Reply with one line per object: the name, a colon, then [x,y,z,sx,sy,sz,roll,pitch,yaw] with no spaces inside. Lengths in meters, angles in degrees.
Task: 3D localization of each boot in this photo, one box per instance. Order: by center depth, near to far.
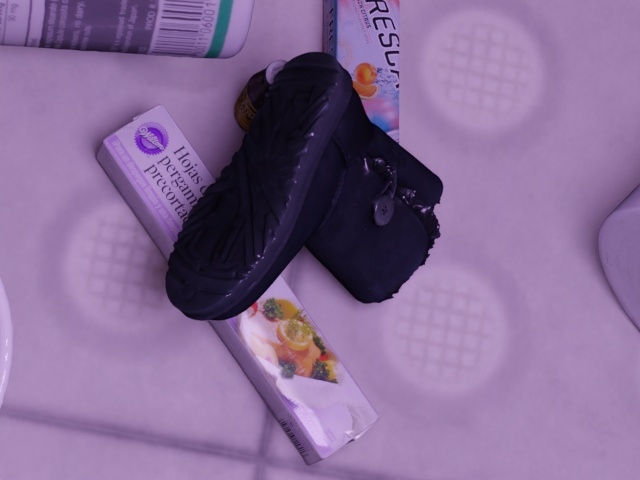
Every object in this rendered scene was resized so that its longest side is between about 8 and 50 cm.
boot: [0.000,0.000,1.511,0.207,0.094,0.246,48,62,-44]

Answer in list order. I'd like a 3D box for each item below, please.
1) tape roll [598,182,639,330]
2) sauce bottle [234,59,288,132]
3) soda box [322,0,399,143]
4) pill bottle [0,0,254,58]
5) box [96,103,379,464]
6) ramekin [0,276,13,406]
tape roll: [0.369,0.047,1.547,0.100,0.286,0.286,-44,90,-17]
sauce bottle: [-0.045,-0.123,1.572,0.042,0.128,0.042,3,77,-11]
soda box: [0.035,-0.165,1.632,0.058,0.063,0.183,3,78,-12]
pill bottle: [-0.236,-0.258,1.519,0.361,0.204,0.204,3,78,-12]
box: [-0.070,0.038,1.566,0.063,0.067,0.324,-34,87,-18]
ramekin: [-0.381,0.087,1.452,0.277,0.135,0.277,2,79,-11]
